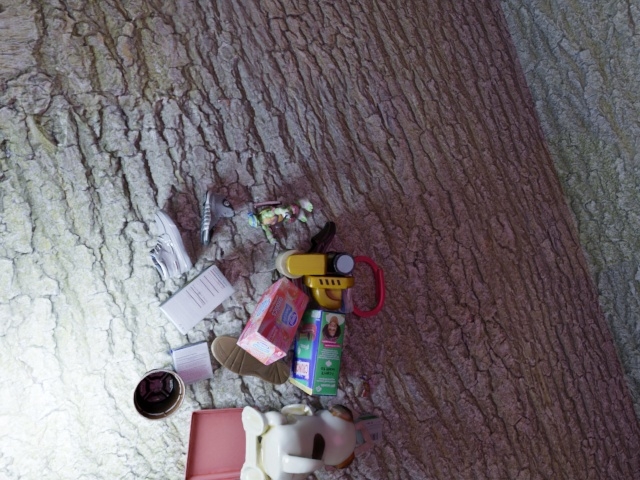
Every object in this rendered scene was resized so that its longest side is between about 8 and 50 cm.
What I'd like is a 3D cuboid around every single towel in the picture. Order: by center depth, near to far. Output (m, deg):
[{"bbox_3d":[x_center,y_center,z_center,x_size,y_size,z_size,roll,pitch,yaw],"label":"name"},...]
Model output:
[{"bbox_3d":[-0.028,0.196,1.783,0.197,0.029,0.144,-15,96,-25],"label":"towel"}]

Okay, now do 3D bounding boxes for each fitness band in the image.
[{"bbox_3d":[0.205,0.217,1.897,0.209,0.054,0.290,0,81,-23],"label":"fitness band"}]

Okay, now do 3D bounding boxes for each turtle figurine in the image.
[{"bbox_3d":[-0.148,-0.066,1.687,0.266,0.275,0.197,-24,127,-31],"label":"turtle figurine"}]

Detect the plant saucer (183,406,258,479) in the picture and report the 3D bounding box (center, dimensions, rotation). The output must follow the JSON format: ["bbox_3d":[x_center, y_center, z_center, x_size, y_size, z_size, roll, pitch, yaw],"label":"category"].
[{"bbox_3d":[-0.378,0.774,1.528,0.259,0.048,0.259,8,78,-25],"label":"plant saucer"}]

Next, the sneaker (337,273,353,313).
[{"bbox_3d":[0.104,0.207,1.792,0.086,0.085,0.237,0,83,-6],"label":"sneaker"}]

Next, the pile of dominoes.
[{"bbox_3d":[0.077,0.840,1.710,0.251,0.040,0.195,-22,81,-14],"label":"pile of dominoes"}]

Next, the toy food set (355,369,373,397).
[{"bbox_3d":[0.209,0.668,1.845,0.078,0.019,0.122,24,73,-21],"label":"toy food set"}]

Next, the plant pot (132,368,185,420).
[{"bbox_3d":[-0.571,0.525,1.405,0.167,0.165,0.166,4,81,-25],"label":"plant pot"}]

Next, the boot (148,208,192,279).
[{"bbox_3d":[-0.592,0.017,1.507,0.123,0.095,0.258,-28,96,-34],"label":"boot"}]

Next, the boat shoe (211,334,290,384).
[{"bbox_3d":[-0.284,0.473,1.585,0.341,0.110,0.121,35,77,-21],"label":"boat shoe"}]

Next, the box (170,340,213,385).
[{"bbox_3d":[-0.485,0.462,1.508,0.126,0.072,0.137,-10,88,-27],"label":"box"}]

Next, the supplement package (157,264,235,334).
[{"bbox_3d":[-0.470,0.220,1.515,0.244,0.139,0.134,-42,102,-26],"label":"supplement package"}]

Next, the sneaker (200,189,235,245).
[{"bbox_3d":[-0.410,-0.087,1.621,0.132,0.086,0.228,8,78,-27],"label":"sneaker"}]

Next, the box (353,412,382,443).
[{"bbox_3d":[0.209,0.838,1.782,0.101,0.087,0.101,3,80,-25],"label":"box"}]

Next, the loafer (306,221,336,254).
[{"bbox_3d":[0.000,0.000,1.809,0.078,0.080,0.220,31,70,-19],"label":"loafer"}]

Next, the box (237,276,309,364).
[{"bbox_3d":[-0.177,0.312,1.577,0.154,0.142,0.300,42,39,-15],"label":"box"}]

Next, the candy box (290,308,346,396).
[{"bbox_3d":[-0.016,0.444,1.630,0.122,0.268,0.317,10,78,-21],"label":"candy box"}]

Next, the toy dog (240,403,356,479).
[{"bbox_3d":[-0.048,0.746,1.512,0.408,0.395,0.284,8,64,-38],"label":"toy dog"}]

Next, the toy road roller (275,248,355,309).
[{"bbox_3d":[-0.018,0.161,1.661,0.330,0.202,0.240,4,89,-16],"label":"toy road roller"}]
